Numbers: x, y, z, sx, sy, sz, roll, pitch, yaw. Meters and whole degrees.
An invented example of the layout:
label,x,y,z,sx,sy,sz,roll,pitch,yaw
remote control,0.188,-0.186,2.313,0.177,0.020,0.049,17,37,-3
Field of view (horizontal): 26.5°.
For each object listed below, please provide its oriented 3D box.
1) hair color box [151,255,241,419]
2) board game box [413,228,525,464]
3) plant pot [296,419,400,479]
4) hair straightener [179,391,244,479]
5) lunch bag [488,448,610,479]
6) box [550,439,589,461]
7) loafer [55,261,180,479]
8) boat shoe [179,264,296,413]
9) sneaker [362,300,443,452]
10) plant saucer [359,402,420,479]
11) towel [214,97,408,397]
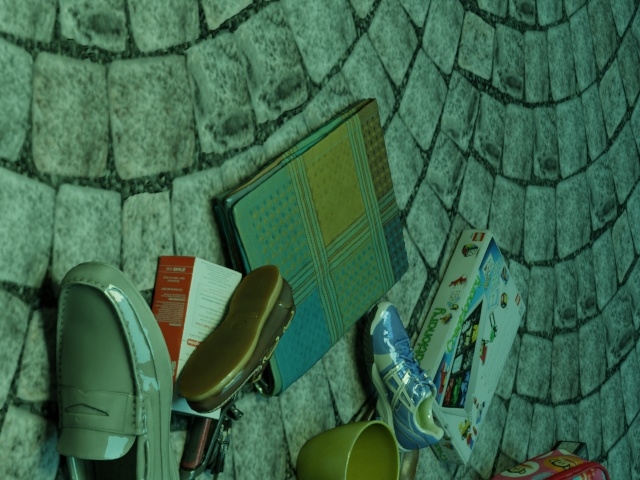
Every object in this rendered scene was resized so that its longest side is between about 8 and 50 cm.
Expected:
label,x,y,z,sx,sy,sz,roll,pitch,yaw
hair color box,-0.144,0.107,1.493,0.093,0.053,0.167,25,70,-57
board game box,0.220,0.158,2.055,0.193,0.053,0.305,60,45,-40
plant pot,0.027,0.290,1.726,0.134,0.095,0.134,-7,99,-57
hair straightener,-0.109,0.205,1.556,0.089,0.047,0.230,27,70,-54
lunch bag,0.376,0.492,2.189,0.258,0.120,0.293,-17,109,-33
box,0.409,0.482,2.359,0.233,0.059,0.183,-35,118,-50
loafer,-0.208,0.179,1.345,0.111,0.112,0.319,-42,127,-58
boat shoe,-0.080,0.118,1.475,0.207,0.073,0.073,-56,134,-40
sneaker,0.114,0.181,1.824,0.080,0.081,0.211,-26,106,-54
plant saucer,0.087,0.297,1.881,0.168,0.029,0.168,-2,92,-57
towel,0.000,0.000,1.725,0.370,0.040,0.271,-41,126,-51
